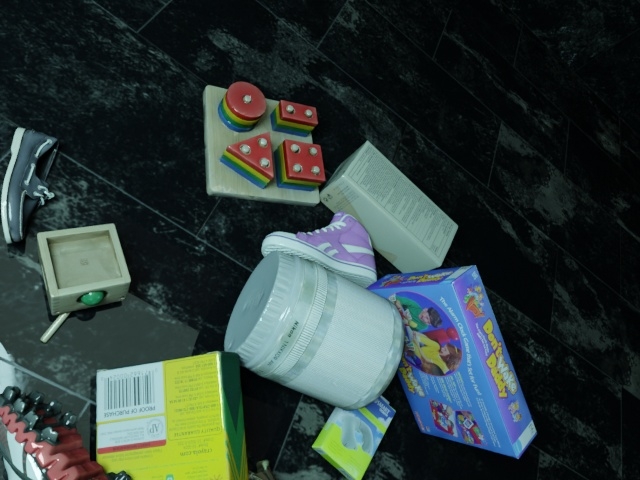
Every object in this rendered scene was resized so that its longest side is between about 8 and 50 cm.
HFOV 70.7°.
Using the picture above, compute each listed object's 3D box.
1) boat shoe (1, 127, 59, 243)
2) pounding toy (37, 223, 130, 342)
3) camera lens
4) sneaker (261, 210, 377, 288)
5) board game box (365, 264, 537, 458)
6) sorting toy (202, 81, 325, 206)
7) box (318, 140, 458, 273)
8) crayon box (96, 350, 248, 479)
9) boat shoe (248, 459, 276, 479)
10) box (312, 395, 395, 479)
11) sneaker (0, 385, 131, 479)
[{"bbox_3d":[-0.468,-0.091,0.730,0.065,0.075,0.206,5,64,-27],"label":"boat shoe"},{"bbox_3d":[-0.384,0.065,0.716,0.130,0.100,0.141,-11,66,-35],"label":"pounding toy"},{"bbox_3d":[-0.005,0.164,0.817,0.274,0.219,0.219,29,58,-19],"label":"camera lens"},{"bbox_3d":[0.000,0.000,0.970,0.282,0.102,0.160,21,57,-35],"label":"sneaker"},{"bbox_3d":[0.248,0.232,0.894,0.078,0.233,0.346,-27,98,-36],"label":"board game box"},{"bbox_3d":[-0.115,-0.219,0.987,0.256,0.089,0.256,4,69,-30],"label":"sorting toy"},{"bbox_3d":[0.164,-0.068,1.075,0.311,0.121,0.148,42,55,-10],"label":"box"},{"bbox_3d":[-0.210,0.333,0.643,0.202,0.081,0.318,-11,72,9],"label":"crayon box"},{"bbox_3d":[-0.100,0.409,0.739,0.258,0.095,0.095,34,51,-15],"label":"boat shoe"},{"bbox_3d":[0.074,0.363,0.893,0.109,0.042,0.178,45,55,-9],"label":"box"},{"bbox_3d":[-0.360,0.311,0.586,0.276,0.097,0.135,36,80,18],"label":"sneaker"}]
